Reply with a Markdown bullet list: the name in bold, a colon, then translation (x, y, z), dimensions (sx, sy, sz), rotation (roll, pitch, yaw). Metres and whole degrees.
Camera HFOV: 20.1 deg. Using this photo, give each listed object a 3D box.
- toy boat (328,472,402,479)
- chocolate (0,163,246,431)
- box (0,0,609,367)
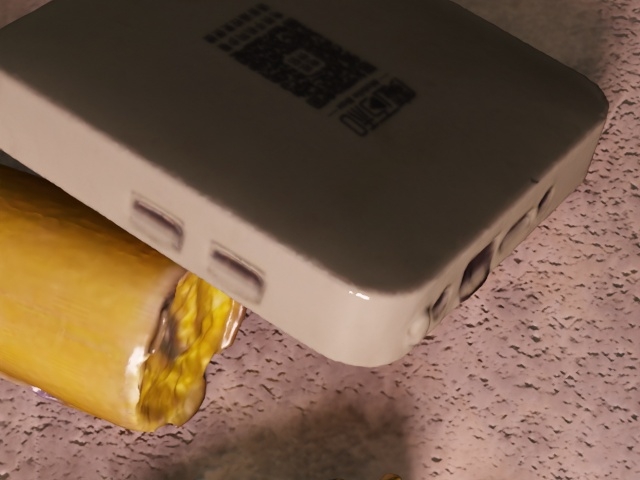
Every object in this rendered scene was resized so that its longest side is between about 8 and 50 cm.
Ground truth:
- **toy boat**: translation (-0.080, 0.243, 1.262), dimensions (0.310, 0.089, 0.115), rotation (-27, 49, -7)
- **chocolate**: translation (-0.281, 0.002, 1.364), dimensions (0.445, 0.162, 0.162), rotation (20, 68, 17)
- **box**: translation (-0.012, -0.092, 1.332), dimensions (0.373, 0.090, 0.367), rotation (33, 42, 17)
